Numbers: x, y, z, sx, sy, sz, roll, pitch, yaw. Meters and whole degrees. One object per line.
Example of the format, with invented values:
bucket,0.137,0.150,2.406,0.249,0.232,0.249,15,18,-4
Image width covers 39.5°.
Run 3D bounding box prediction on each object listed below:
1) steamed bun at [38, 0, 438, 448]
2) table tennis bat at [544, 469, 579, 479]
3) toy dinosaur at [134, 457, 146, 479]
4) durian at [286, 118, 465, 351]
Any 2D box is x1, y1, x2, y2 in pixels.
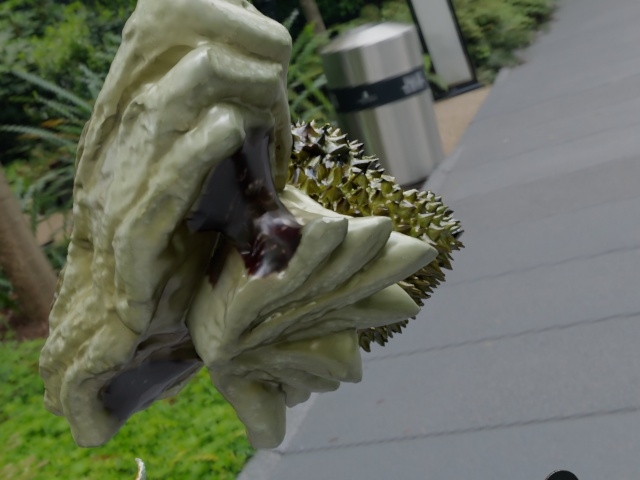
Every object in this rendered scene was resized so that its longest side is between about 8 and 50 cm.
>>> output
steamed bun,-0.068,0.032,0.704,0.247,0.428,0.189,-3,45,-36
table tennis bat,0.273,0.303,1.016,0.050,0.083,0.007,4,-2,-13
toy dinosaur,-0.219,0.330,0.941,0.142,0.057,0.212,-8,31,-29
durian,-0.003,0.000,0.932,0.293,0.258,0.258,20,25,6
